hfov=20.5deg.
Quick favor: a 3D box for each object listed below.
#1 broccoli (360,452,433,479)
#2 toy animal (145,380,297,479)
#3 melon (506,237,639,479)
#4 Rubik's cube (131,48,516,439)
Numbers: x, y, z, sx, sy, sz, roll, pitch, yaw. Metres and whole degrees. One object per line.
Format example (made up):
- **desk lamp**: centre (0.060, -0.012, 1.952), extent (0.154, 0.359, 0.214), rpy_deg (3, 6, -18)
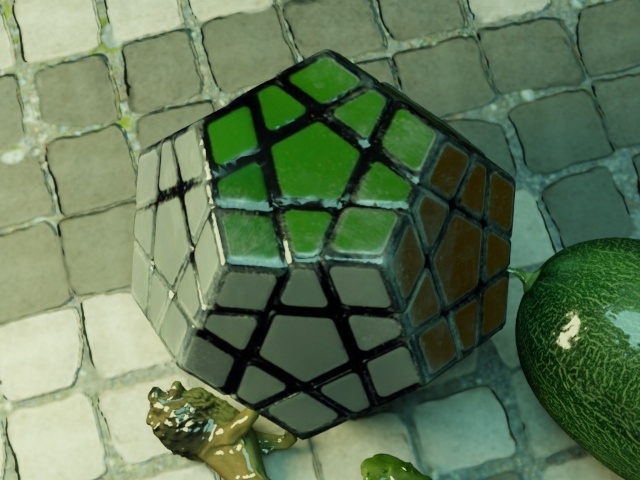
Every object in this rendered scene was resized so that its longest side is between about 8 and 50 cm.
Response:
- **broccoli**: centre (0.152, 0.255, 1.373), extent (0.304, 0.145, 0.165), rpy_deg (27, 61, 29)
- **toy animal**: centre (-0.047, 0.181, 1.448), extent (0.220, 0.069, 0.086), rpy_deg (38, 94, 24)
- **melon**: centre (0.269, 0.100, 1.395), extent (0.288, 0.182, 0.182), rpy_deg (37, 71, 0)
- **Rubik's cube**: centre (0.000, 0.000, 1.420), extent (0.319, 0.319, 0.264), rpy_deg (-28, 93, -10)
